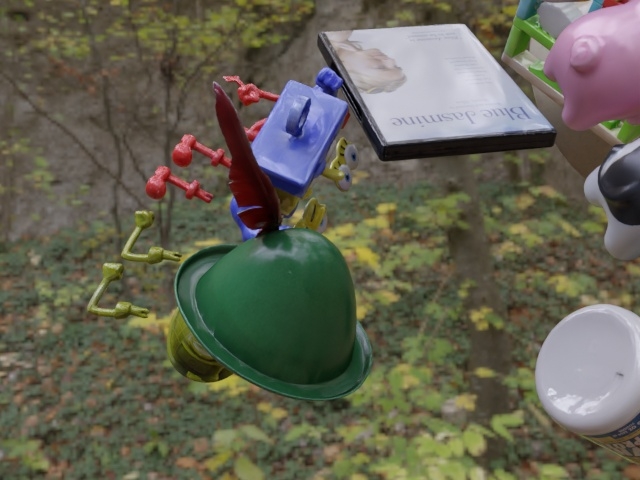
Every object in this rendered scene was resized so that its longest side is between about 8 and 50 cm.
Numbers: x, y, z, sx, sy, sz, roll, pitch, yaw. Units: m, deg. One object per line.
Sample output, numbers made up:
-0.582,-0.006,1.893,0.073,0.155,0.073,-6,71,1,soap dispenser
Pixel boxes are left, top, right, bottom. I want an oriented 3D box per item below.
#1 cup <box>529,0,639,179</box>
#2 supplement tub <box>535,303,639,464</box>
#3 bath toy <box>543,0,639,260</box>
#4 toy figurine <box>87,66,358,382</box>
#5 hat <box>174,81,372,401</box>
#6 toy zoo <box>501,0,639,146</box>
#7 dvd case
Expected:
0.467,-0.232,1.166,0.331,0.331,0.237,-1,-13,-29,cup
0.351,0.169,1.042,0.200,0.144,0.144,29,-25,-35,supplement tub
0.227,-0.113,0.594,0.152,0.348,0.129,-15,-18,-16,bath toy
-0.070,-0.066,0.915,0.191,0.362,0.217,29,-28,0,toy figurine
0.000,0.000,0.698,0.183,0.173,0.208,-58,-16,26,hat
0.306,-0.254,0.984,0.030,0.192,0.293,-31,-27,-28,toy zoo
0.113,-0.164,0.982,0.181,0.022,0.253,-6,39,-13,dvd case
